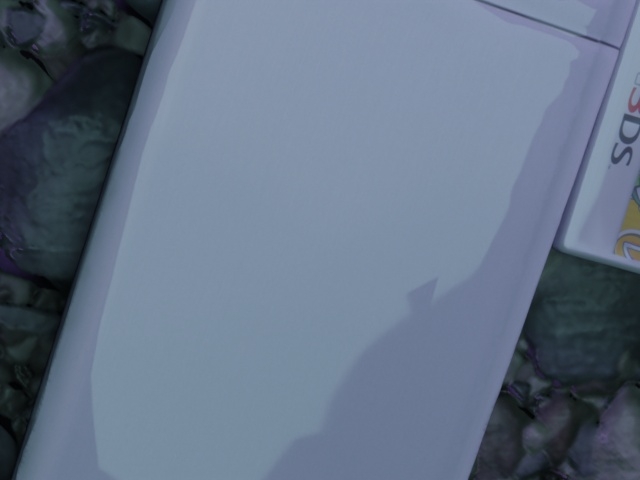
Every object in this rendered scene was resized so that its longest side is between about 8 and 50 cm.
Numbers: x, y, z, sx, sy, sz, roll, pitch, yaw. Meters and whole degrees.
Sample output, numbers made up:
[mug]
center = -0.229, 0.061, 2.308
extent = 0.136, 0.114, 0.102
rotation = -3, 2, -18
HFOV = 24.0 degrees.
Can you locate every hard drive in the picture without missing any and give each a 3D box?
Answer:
[hard drive]
center = 0.000, 0.000, 0.789
extent = 0.233, 0.047, 0.353
rotation = 17, 97, -11

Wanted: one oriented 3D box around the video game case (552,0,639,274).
[video game case]
center = 0.261, -0.064, 0.829
extent = 0.227, 0.026, 0.206
rotation = 15, 97, -11
